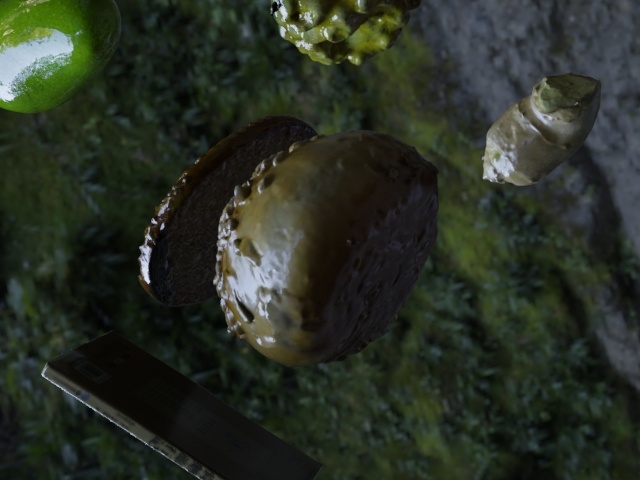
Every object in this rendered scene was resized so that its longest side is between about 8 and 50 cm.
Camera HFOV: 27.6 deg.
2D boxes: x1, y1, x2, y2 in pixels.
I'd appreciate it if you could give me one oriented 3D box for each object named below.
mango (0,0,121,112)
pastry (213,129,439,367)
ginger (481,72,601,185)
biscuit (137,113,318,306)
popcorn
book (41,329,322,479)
[{"bbox_3d":[-0.373,-0.269,1.781,0.343,0.156,0.192,-1,62,58],"label":"mango"},{"bbox_3d":[0.000,0.000,1.465,0.316,0.184,0.284,-12,-51,-60],"label":"pastry"},{"bbox_3d":[0.385,-0.196,2.256,0.267,0.152,0.138,-51,53,33],"label":"ginger"},{"bbox_3d":[-0.118,-0.039,1.754,0.040,0.318,0.318,43,161,23],"label":"biscuit"},{"bbox_3d":[0.014,-0.277,1.259,0.218,0.170,0.189,91,163,-71],"label":"popcorn"},{"bbox_3d":[-0.149,0.208,1.488,0.310,0.021,0.217,33,-170,6],"label":"book"}]
